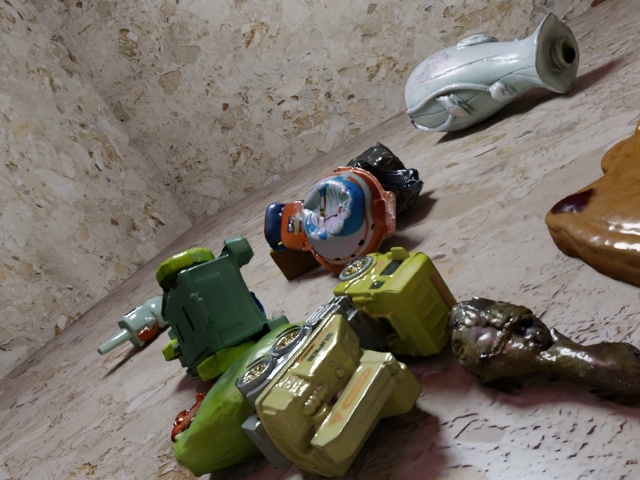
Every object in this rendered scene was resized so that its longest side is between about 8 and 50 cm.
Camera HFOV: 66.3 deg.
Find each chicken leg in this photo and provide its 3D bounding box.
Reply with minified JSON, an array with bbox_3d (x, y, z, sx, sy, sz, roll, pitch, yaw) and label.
[{"bbox_3d":[0.192,0.099,0.445,0.085,0.069,0.198,-14,11,-30],"label":"chicken leg"}]

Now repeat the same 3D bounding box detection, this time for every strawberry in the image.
[{"bbox_3d":[-0.171,0.256,0.715,0.104,0.048,0.152,-48,4,-25],"label":"strawberry"}]

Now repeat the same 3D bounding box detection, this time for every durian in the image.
[{"bbox_3d":[-0.074,0.184,0.617,0.250,0.101,0.139,-47,14,-18],"label":"durian"}]

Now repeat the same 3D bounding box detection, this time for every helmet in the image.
[{"bbox_3d":[0.137,-0.101,1.070,0.153,0.107,0.177,11,27,2],"label":"helmet"}]

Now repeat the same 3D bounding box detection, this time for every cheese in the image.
[{"bbox_3d":[0.012,-0.037,0.986,0.329,0.216,0.129,-3,-9,41],"label":"cheese"}]

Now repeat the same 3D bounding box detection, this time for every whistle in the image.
[{"bbox_3d":[-0.493,0.231,1.348,0.253,0.106,0.101,-36,-17,-40],"label":"whistle"}]

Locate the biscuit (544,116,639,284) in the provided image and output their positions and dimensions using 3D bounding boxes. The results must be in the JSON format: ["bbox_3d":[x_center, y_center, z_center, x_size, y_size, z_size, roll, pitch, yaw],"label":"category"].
[{"bbox_3d":[0.471,-0.107,0.516,0.455,0.078,0.350,-39,20,-22],"label":"biscuit"}]

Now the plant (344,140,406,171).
[{"bbox_3d":[0.144,-0.173,1.270,0.132,0.129,0.194,-33,17,0],"label":"plant"}]

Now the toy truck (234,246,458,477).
[{"bbox_3d":[0.046,0.123,0.528,0.272,0.124,0.157,-43,17,-33],"label":"toy truck"}]

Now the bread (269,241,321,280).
[{"bbox_3d":[0.000,0.000,1.098,0.226,0.088,0.049,-29,13,13],"label":"bread"}]

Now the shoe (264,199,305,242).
[{"bbox_3d":[-0.103,-0.061,1.542,0.194,0.074,0.077,-44,13,-29],"label":"shoe"}]

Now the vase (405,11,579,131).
[{"bbox_3d":[0.441,-0.430,1.308,0.250,0.250,0.445,-41,21,-29],"label":"vase"}]

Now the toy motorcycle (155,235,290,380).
[{"bbox_3d":[-0.172,0.136,0.863,0.200,0.191,0.326,-22,-13,-28],"label":"toy motorcycle"}]
